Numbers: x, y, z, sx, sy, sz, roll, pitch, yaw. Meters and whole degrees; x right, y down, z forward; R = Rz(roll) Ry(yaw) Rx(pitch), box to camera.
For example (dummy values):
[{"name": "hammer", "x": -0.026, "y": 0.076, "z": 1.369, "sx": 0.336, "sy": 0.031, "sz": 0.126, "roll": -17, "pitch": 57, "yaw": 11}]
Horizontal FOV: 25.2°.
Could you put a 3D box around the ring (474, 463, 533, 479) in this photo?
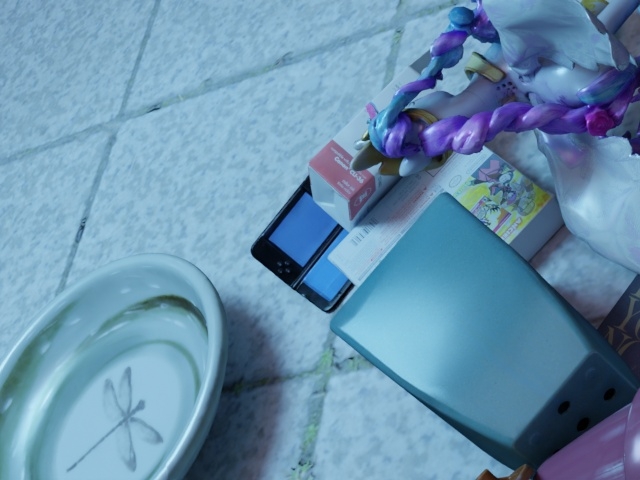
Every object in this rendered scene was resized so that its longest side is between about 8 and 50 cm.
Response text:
[{"name": "ring", "x": 0.044, "y": 0.294, "z": 1.143, "sx": 0.032, "sy": 0.336, "sz": 0.336, "roll": 44, "pitch": 92, "yaw": 9}]

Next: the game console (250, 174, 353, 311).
[{"name": "game console", "x": 0.000, "y": 0.000, "z": 1.603, "sx": 0.122, "sy": 0.107, "sz": 0.071, "roll": -51, "pitch": 10, "yaw": -5}]

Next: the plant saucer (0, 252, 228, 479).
[{"name": "plant saucer", "x": -0.241, "y": 0.206, "z": 1.628, "sx": 0.400, "sy": 0.100, "sz": 0.400, "roll": -26, "pitch": 42, "yaw": 26}]

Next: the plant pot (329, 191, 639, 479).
[{"name": "plant pot", "x": 0.160, "y": 0.105, "z": 1.262, "sx": 0.165, "sy": 0.165, "sz": 0.234, "roll": -49, "pitch": 38, "yaw": 1}]

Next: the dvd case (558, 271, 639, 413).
[{"name": "dvd case", "x": 0.299, "y": 0.113, "z": 1.259, "sx": 0.221, "sy": 0.018, "sz": 0.164, "roll": -52, "pitch": 38, "yaw": -6}]

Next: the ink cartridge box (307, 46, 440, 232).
[{"name": "ink cartridge box", "x": 0.080, "y": -0.109, "z": 1.557, "sx": 0.067, "sy": 0.115, "sz": 0.198, "roll": 42, "pitch": 79, "yaw": 15}]

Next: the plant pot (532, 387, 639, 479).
[{"name": "plant pot", "x": 0.266, "y": 0.202, "z": 1.086, "sx": 0.180, "sy": 0.201, "sz": 0.201, "roll": -29, "pitch": 40, "yaw": 45}]

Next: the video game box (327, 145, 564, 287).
[{"name": "video game box", "x": 0.130, "y": -0.003, "z": 1.494, "sx": 0.205, "sy": 0.048, "sz": 0.187, "roll": -47, "pitch": 39, "yaw": 2}]

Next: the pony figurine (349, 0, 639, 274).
[{"name": "pony figurine", "x": 0.239, "y": -0.151, "z": 1.358, "sx": 0.363, "sy": 0.303, "sz": 0.351, "roll": -38, "pitch": 30, "yaw": -25}]
